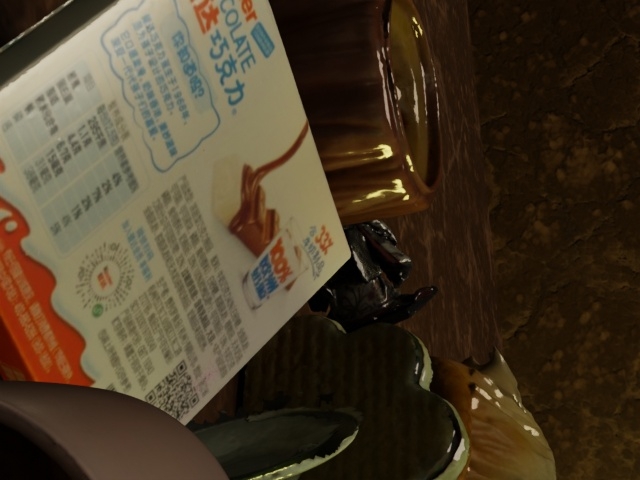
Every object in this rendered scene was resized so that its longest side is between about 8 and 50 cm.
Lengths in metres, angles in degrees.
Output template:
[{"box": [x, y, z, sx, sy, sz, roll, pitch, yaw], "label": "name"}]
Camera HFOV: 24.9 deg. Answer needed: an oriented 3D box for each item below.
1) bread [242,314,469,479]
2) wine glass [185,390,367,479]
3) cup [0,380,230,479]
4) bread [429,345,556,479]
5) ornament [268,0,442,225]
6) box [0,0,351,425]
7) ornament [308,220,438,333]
[{"box": [0.023, 0.181, 1.180, 0.056, 0.207, 0.286, 54, 34, -48], "label": "bread"}, {"box": [-0.019, 0.298, 1.006, 0.190, 0.190, 0.357, -30, 106, -74], "label": "wine glass"}, {"box": [-0.145, 0.184, 0.638, 0.200, 0.191, 0.253, 18, 95, -77], "label": "cup"}, {"box": [0.083, 0.266, 1.283, 0.183, 0.236, 0.388, 33, 28, -8], "label": "bread"}, {"box": [-0.029, -0.090, 1.093, 0.221, 0.218, 0.235, 45, 40, -65], "label": "ornament"}, {"box": [-0.104, -0.021, 0.881, 0.265, 0.048, 0.273, -44, 131, -33], "label": "box"}, {"box": [0.000, 0.000, 1.356, 0.196, 0.166, 0.153, 66, 15, -2], "label": "ornament"}]
